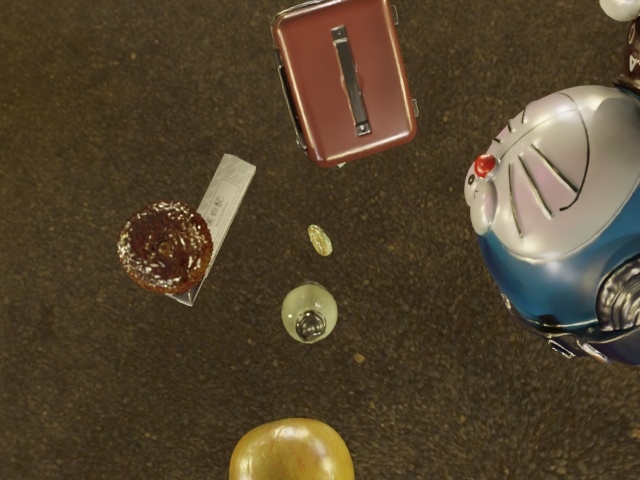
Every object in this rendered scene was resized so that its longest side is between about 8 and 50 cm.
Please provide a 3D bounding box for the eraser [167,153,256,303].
[{"bbox_3d":[-0.298,-0.029,1.671,0.096,0.098,0.404,25,77,-6],"label":"eraser"}]

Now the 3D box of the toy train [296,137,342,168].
[{"bbox_3d":[0.068,-0.354,1.723,0.173,0.249,0.307,32,40,10],"label":"toy train"}]

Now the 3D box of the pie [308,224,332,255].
[{"bbox_3d":[0.000,-0.001,1.445,0.021,0.084,0.084,-30,60,-22],"label":"pie"}]

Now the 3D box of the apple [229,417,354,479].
[{"bbox_3d":[-0.039,0.330,0.861,0.182,0.182,0.155,-14,63,11],"label":"apple"}]

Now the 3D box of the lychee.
[{"bbox_3d":[-0.303,0.010,1.239,0.194,0.194,0.195,-6,66,14],"label":"lychee"}]

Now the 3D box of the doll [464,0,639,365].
[{"bbox_3d":[0.264,-0.049,0.529,0.310,0.240,0.284,-51,21,26],"label":"doll"}]

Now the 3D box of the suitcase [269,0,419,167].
[{"bbox_3d":[0.043,-0.303,1.180,0.236,0.297,0.161,-18,21,-2],"label":"suitcase"}]

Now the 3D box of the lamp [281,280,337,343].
[{"bbox_3d":[-0.020,0.123,1.111,0.101,0.250,0.101,-1,99,-4],"label":"lamp"}]
